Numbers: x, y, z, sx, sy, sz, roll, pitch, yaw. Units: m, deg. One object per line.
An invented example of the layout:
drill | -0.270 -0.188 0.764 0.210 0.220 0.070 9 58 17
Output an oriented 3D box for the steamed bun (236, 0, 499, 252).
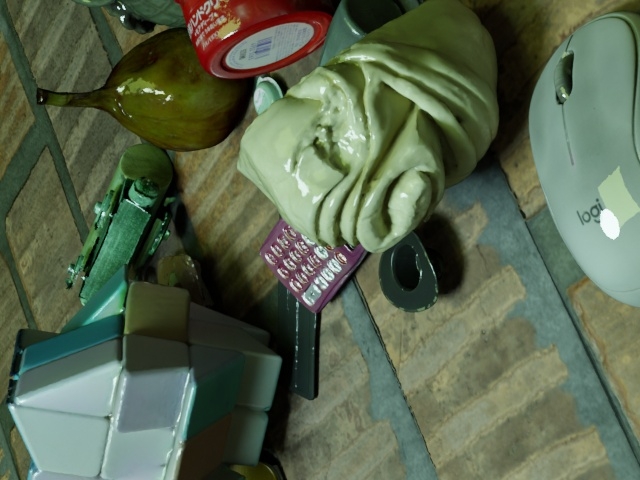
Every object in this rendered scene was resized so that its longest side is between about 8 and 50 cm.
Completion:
steamed bun | 0.075 -0.110 1.536 0.203 0.289 0.276 56 169 5

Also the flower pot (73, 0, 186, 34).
flower pot | -0.233 -0.436 1.901 0.302 0.213 0.302 -9 78 52

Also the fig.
fig | -0.250 -0.235 1.963 0.190 0.290 0.190 -50 31 46

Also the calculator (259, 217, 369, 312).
calculator | 0.000 0.000 1.814 0.126 0.034 0.190 46 131 11

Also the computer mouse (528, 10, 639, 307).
computer mouse | 0.285 -0.075 1.344 0.184 0.121 0.297 -33 71 55

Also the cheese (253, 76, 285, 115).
cheese | -0.062 -0.181 1.904 0.120 0.026 0.067 54 138 33

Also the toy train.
toy train | -0.311 -0.012 2.233 0.307 0.126 0.189 -59 5 43

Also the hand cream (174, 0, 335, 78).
hand cream | -0.083 -0.301 1.764 0.193 0.193 0.125 -40 67 51

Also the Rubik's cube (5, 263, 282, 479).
Rubik's cube | -0.261 0.246 1.950 0.387 0.368 0.358 -110 31 -69

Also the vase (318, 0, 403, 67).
vase | 0.028 -0.215 1.724 0.086 0.086 0.214 65 147 23

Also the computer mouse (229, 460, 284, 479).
computer mouse | -0.128 0.403 2.102 0.245 0.056 0.126 -25 76 56

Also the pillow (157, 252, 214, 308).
pillow | -0.195 0.142 2.149 0.135 0.049 0.248 -10 93 57

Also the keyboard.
keyboard | -0.035 0.032 1.911 0.103 0.041 0.381 21 120 51

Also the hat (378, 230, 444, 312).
hat | 0.120 0.033 1.664 0.121 0.050 0.121 19 112 58
